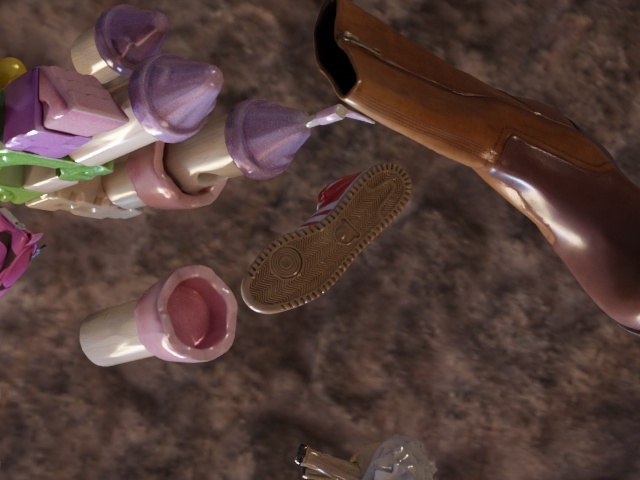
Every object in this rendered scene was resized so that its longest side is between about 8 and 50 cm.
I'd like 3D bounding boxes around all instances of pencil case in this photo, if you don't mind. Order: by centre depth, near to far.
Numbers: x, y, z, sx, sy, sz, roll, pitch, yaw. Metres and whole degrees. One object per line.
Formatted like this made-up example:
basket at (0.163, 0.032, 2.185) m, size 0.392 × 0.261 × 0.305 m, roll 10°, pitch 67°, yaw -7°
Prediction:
pencil case at (-0.384, -0.031, 1.415) m, size 0.209 × 0.095 × 0.098 m, roll 38°, pitch -61°, yaw -2°

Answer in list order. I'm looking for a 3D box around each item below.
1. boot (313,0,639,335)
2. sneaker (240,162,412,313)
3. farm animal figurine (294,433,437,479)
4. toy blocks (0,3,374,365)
boot at (0.135, -0.062, 1.017) m, size 0.096 × 0.280 × 0.264 m, roll -47°, pitch -147°, yaw 25°
sneaker at (0.000, 0.000, 0.825) m, size 0.118 × 0.067 × 0.042 m, roll -39°, pitch -84°, yaw -8°
farm animal figurine at (0.019, 0.332, 0.960) m, size 0.172 × 0.330 × 0.327 m, roll 17°, pitch -119°, yaw 4°
toy blocks at (-0.158, -0.088, 0.881) m, size 0.260 × 0.288 × 0.309 m, roll -17°, pitch -110°, yaw 46°
